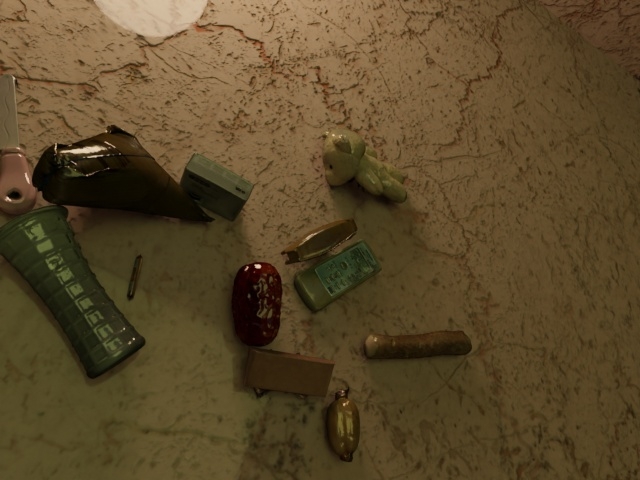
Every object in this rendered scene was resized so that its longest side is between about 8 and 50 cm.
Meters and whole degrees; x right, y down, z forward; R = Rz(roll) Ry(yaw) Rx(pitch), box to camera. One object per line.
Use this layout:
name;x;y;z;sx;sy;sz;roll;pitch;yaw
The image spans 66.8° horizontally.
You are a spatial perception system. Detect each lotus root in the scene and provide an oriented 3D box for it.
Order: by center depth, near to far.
lotus root;0.048;0.390;1.032;0.073;0.062;0.150;-1;65;-2

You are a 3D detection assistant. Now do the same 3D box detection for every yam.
yam;0.238;0.257;1.186;0.299;0.066;0.066;2;67;-26

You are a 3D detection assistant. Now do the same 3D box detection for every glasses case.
glasses case;-0.074;0.284;1.026;0.193;0.070;0.102;15;90;-22

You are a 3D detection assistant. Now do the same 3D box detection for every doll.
doll;0.114;-0.185;1.303;0.278;0.175;0.149;27;96;-23

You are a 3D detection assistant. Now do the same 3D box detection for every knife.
knife;-0.637;-0.200;0.980;0.081;0.043;0.336;-12;68;-23

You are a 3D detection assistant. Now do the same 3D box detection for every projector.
projector;-0.235;-0.119;1.087;0.147;0.115;0.061;29;56;-12

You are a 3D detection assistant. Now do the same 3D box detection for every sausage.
sausage;-0.378;0.074;0.989;0.015;0.015;0.100;14;63;-21

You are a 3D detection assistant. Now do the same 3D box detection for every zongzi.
zongzi;-0.369;-0.085;0.954;0.289;0.123;0.260;42;22;-9

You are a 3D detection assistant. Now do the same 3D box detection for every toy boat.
toy boat;0.000;0.000;1.177;0.206;0.072;0.064;-25;97;-22

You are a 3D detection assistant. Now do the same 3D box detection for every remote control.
remote control;0.046;0.081;1.184;0.233;0.038;0.098;-28;83;-34

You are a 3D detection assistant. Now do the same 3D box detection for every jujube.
jujube;-0.135;0.133;1.023;0.109;0.112;0.176;-1;74;2

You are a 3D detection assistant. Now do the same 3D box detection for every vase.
vase;-0.444;0.095;0.878;0.143;0.143;0.299;-35;89;-34
